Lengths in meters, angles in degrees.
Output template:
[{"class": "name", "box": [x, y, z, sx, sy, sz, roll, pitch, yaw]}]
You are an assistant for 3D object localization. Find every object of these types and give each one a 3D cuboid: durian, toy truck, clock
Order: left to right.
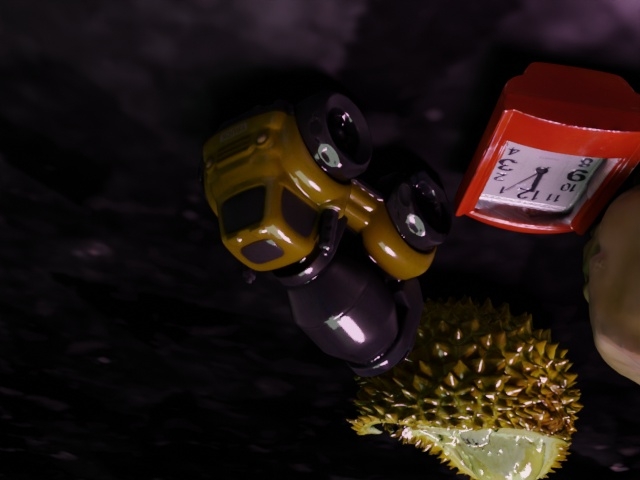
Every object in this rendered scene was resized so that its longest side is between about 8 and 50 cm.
[{"class": "toy truck", "box": [0.000, 0.000, 0.698, 0.147, 0.165, 0.224, -19, 137, 34]}, {"class": "durian", "box": [0.147, 0.151, 0.884, 0.237, 0.176, 0.200, 17, 135, -23]}, {"class": "clock", "box": [0.175, -0.065, 0.667, 0.113, 0.061, 0.155, 9, 149, -2]}]

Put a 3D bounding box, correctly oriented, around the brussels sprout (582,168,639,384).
[{"class": "brussels sprout", "box": [0.366, 0.055, 0.647, 0.328, 0.247, 0.328, 0, 148, 0]}]
